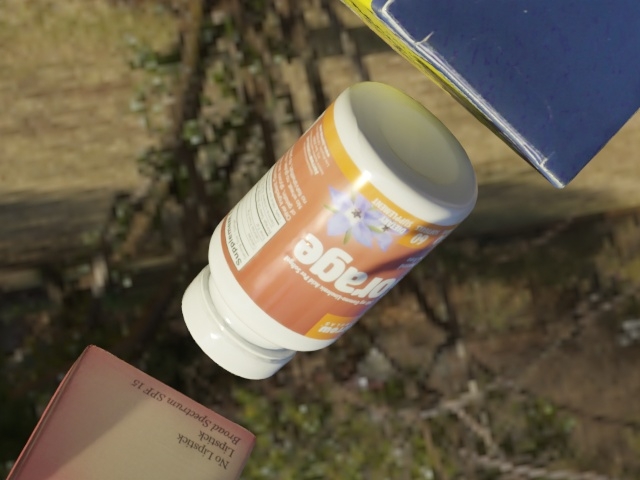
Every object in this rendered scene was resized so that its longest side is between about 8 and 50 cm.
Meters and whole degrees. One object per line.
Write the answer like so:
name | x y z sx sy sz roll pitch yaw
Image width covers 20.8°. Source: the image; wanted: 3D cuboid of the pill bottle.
pill bottle | 0.000 0.000 1.224 0.216 0.121 0.121 -46 160 31

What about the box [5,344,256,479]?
box | -0.169 0.220 1.267 0.148 0.232 0.127 30 147 -7

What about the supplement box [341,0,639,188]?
supplement box | 0.120 -0.218 1.296 0.195 0.194 0.356 -47 -155 5
